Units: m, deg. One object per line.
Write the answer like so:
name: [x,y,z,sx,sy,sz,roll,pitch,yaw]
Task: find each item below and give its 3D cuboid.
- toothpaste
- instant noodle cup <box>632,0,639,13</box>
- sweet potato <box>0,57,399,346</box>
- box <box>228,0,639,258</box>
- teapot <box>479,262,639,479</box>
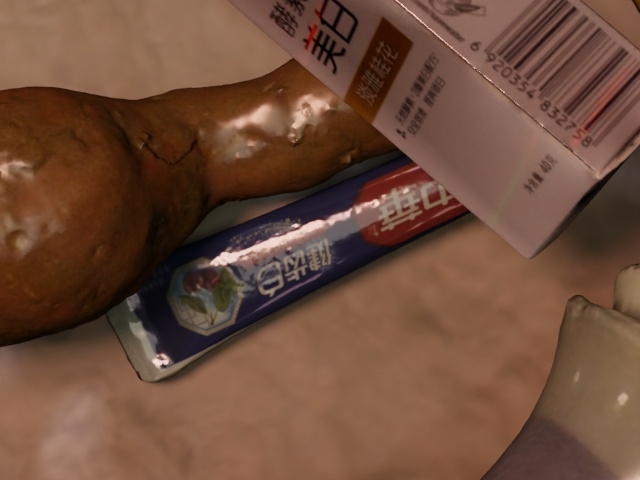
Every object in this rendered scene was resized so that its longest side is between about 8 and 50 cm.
toothpaste: [0.000,0.000,0.468,0.140,0.021,0.037,-25,95,3]
instant noodle cup: [0.157,-0.089,0.395,0.193,0.193,0.212,-38,88,2]
sweet potato: [-0.071,-0.012,0.440,0.269,0.075,0.075,-14,96,-15]
box: [-0.005,-0.087,0.415,0.218,0.055,0.039,41,63,8]
teapot: [0.029,0.124,0.414,0.251,0.183,0.183,-41,96,-8]
